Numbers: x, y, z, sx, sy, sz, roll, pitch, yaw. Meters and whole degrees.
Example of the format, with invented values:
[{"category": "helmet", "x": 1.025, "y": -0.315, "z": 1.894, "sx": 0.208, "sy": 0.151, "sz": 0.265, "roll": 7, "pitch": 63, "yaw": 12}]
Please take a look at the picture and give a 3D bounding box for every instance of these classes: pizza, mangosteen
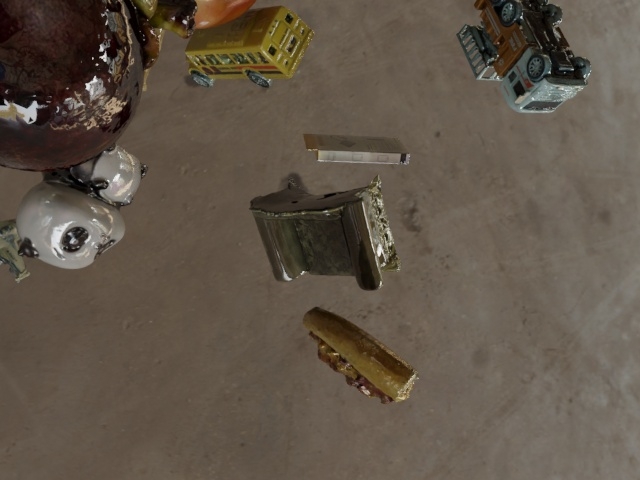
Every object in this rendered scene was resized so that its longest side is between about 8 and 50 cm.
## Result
[{"category": "pizza", "x": 0.075, "y": 0.209, "z": 1.107, "sx": 0.081, "sy": 0.290, "sz": 0.229, "roll": -53, "pitch": 127, "yaw": -9}, {"category": "mangosteen", "x": -0.316, "y": -0.226, "z": 0.730, "sx": 0.297, "sy": 0.297, "sz": 0.293, "roll": 41, "pitch": 99, "yaw": -20}]

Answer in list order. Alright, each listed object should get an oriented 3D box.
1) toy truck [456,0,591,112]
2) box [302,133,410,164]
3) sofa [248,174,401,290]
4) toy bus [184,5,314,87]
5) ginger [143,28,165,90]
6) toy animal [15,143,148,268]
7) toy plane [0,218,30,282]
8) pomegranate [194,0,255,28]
[{"category": "toy truck", "x": 0.248, "y": -0.234, "z": 0.843, "sx": 0.080, "sy": 0.115, "sz": 0.177, "roll": -4, "pitch": 62, "yaw": -26}, {"category": "box", "x": 0.083, "y": -0.223, "z": 1.634, "sx": 0.248, "sy": 0.129, "sz": 0.033, "roll": 2, "pitch": 116, "yaw": -6}, {"category": "sofa", "x": 0.000, "y": 0.000, "z": 1.253, "sx": 0.182, "sy": 0.259, "sz": 0.199, "roll": -40, "pitch": 123, "yaw": -43}, {"category": "toy bus", "x": -0.168, "y": -0.390, "z": 1.356, "sx": 0.123, "sy": 0.336, "sz": 0.121, "roll": 34, "pitch": 76, "yaw": -43}, {"category": "ginger", "x": -0.469, "y": -0.495, "z": 1.719, "sx": 0.131, "sy": 0.086, "sz": 0.294, "roll": 20, "pitch": 108, "yaw": -30}, {"category": "toy animal", "x": -0.416, "y": -0.066, "z": 1.157, "sx": 0.187, "sy": 0.165, "sz": 0.235, "roll": 42, "pitch": 62, "yaw": -68}, {"category": "toy plane", "x": -0.610, "y": -0.011, "z": 1.307, "sx": 0.192, "sy": 0.088, "sz": 0.262, "roll": 49, "pitch": 16, "yaw": -3}, {"category": "pomegranate", "x": -0.208, "y": -0.487, "z": 1.175, "sx": 0.229, "sy": 0.270, "sz": 0.252, "roll": 32, "pitch": 56, "yaw": -16}]
